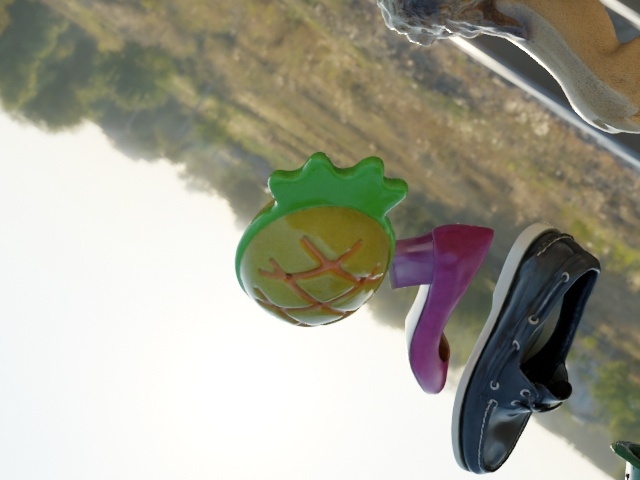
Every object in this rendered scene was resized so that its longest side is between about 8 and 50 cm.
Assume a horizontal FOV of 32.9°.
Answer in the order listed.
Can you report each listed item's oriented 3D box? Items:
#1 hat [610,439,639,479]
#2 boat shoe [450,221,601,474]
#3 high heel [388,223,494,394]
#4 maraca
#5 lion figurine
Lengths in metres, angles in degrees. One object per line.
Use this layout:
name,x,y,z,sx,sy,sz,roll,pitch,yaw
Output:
hat,0.380,0.349,1.240,0.208,0.183,0.173,18,-169,-46
boat shoe,0.261,0.154,1.333,0.127,0.340,0.113,6,-163,-47
high heel,0.148,0.081,1.209,0.082,0.117,0.244,-87,-15,-54
maraca,0.000,0.000,0.844,0.127,0.185,0.099,1,-131,-16
lion figurine,0.262,-0.220,1.152,0.392,0.240,0.142,40,150,25
